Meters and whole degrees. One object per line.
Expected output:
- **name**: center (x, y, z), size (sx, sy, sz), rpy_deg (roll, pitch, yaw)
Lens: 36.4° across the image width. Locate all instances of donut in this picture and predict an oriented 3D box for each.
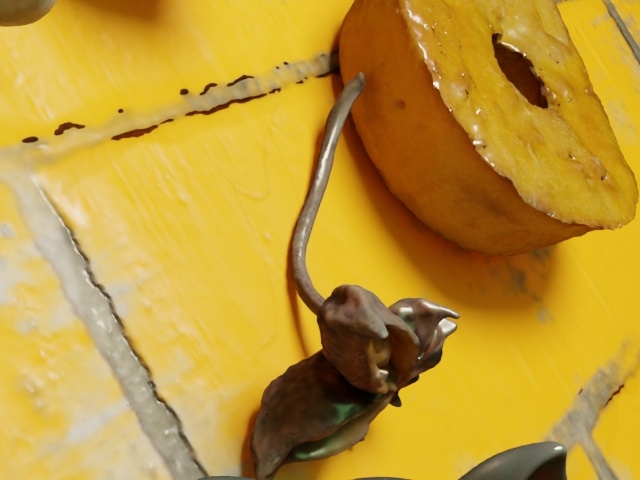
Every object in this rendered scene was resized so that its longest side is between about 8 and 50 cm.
- **donut**: center (0.126, -0.110, 0.759), size (0.278, 0.108, 0.277), rpy_deg (25, 50, -33)

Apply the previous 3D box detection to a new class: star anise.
- **star anise**: center (0.000, 0.000, 0.583), size (0.218, 0.148, 0.227), rpy_deg (-29, 57, -18)

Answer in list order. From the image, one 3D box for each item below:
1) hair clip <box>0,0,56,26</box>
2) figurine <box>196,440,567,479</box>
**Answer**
- **hair clip**: center (-0.239, -0.205, 0.430), size (0.282, 0.172, 0.113), rpy_deg (30, 36, -47)
- **figurine**: center (0.070, 0.216, 0.456), size (0.265, 0.193, 0.140), rpy_deg (51, 38, -27)
